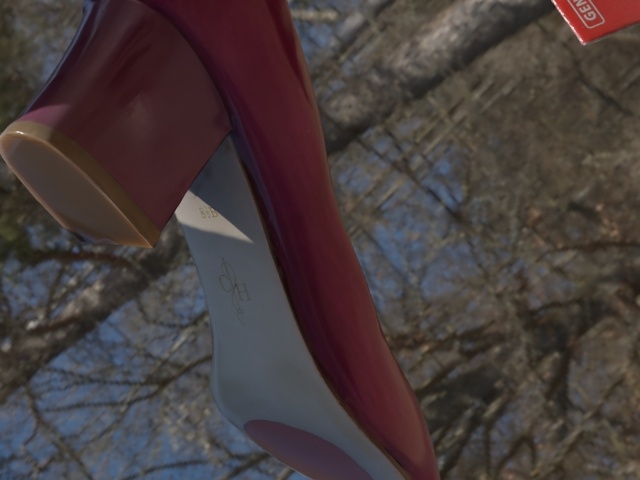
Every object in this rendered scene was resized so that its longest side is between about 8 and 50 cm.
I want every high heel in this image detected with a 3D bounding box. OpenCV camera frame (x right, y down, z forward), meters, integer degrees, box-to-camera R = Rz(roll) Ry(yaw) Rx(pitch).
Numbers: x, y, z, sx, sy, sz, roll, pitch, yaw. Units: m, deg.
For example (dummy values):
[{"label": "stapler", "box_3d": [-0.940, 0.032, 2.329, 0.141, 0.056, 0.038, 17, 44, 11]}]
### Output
[{"label": "high heel", "box_3d": [0.000, 0.000, 0.658, 0.181, 0.127, 0.377, -60, -42, -26]}]

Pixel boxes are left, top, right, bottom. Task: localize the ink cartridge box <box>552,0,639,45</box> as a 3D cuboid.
[{"label": "ink cartridge box", "box_3d": [0.247, -0.312, 0.938, 0.261, 0.066, 0.296, -22, -119, -11]}]
